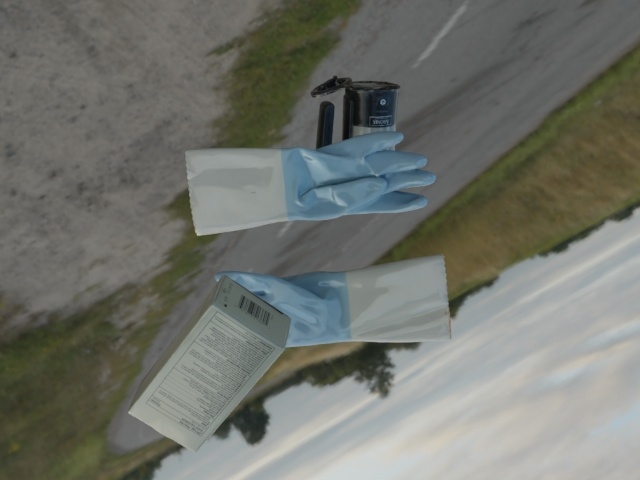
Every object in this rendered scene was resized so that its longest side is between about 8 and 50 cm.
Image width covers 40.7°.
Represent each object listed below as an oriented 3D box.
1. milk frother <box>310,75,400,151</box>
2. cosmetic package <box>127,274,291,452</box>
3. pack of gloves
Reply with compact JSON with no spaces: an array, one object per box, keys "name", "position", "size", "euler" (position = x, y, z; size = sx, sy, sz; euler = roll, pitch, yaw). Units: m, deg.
[{"name":"milk frother","position":[0.050,-0.177,1.314],"size":[0.129,0.134,0.143],"euler":[1,-161,-5]},{"name":"cosmetic package","position":[-0.077,0.086,0.593],"size":[0.115,0.060,0.041],"euler":[-49,-167,25]},{"name":"pack of gloves","position":[0.000,0.000,0.808],"size":[0.232,0.195,0.046],"euler":[-4,-171,12]}]
